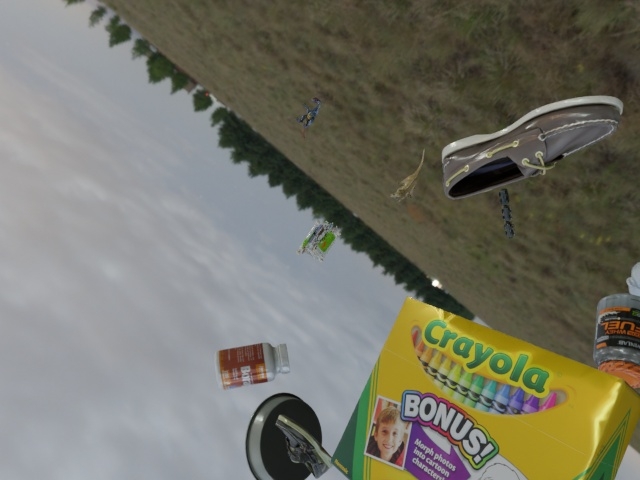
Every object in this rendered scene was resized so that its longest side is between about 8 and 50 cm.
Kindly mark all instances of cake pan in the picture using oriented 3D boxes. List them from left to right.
[{"bbox_3d":[-0.103,0.632,1.526,0.293,0.293,0.054,37,144,-30],"label":"cake pan"}]

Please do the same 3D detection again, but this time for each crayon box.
[{"bbox_3d":[0.217,0.286,0.718,0.106,0.313,0.363,29,173,-37],"label":"crayon box"}]

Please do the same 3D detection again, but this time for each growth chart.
[{"bbox_3d":[0.000,0.000,1.888,0.021,0.171,0.237,32,-178,27],"label":"growth chart"}]

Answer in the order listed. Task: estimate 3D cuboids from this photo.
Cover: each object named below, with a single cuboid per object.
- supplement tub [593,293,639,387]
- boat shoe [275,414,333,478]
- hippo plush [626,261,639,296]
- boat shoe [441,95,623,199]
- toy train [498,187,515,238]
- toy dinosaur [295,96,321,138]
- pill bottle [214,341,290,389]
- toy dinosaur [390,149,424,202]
[{"bbox_3d":[0.686,0.226,1.093,0.117,0.190,0.117,18,147,12],"label":"supplement tub"},{"bbox_3d":[-0.045,0.524,1.212,0.080,0.073,0.223,7,140,53],"label":"boat shoe"},{"bbox_3d":[1.234,0.191,1.745,0.237,0.234,0.294,25,163,31],"label":"hippo plush"},{"bbox_3d":[0.360,-0.155,0.861,0.117,0.096,0.325,24,154,-38],"label":"boat shoe"},{"bbox_3d":[0.526,-0.076,1.364,0.027,0.036,0.158,-2,122,32],"label":"toy train"},{"bbox_3d":[-0.027,-0.319,1.218,0.047,0.082,0.090,34,147,13],"label":"toy dinosaur"},{"bbox_3d":[-0.205,0.377,1.471,0.121,0.216,0.121,171,90,-83],"label":"pill bottle"},{"bbox_3d":[0.249,-0.161,1.330,0.053,0.183,0.092,36,154,3],"label":"toy dinosaur"}]
